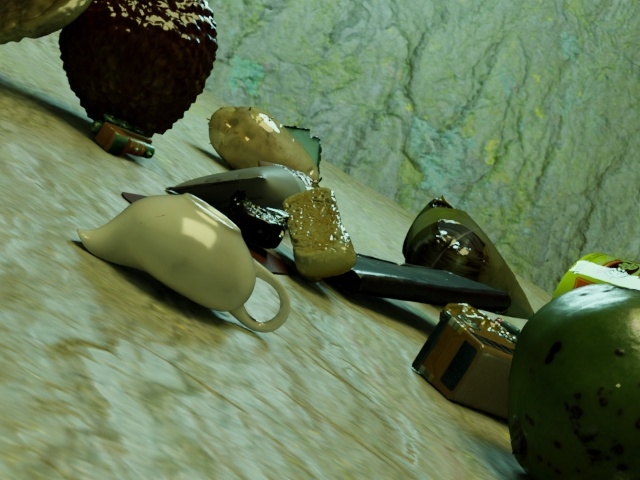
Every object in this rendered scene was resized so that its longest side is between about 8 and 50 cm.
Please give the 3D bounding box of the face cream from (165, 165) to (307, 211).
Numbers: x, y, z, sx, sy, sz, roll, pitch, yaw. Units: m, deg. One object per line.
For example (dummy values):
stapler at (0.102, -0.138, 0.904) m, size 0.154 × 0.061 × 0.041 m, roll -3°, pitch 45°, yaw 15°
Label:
face cream at (-0.101, -0.075, 1.862) m, size 0.143 × 0.089 × 0.314 m, roll -4°, pitch -6°, yaw 18°

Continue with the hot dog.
hot dog at (0.000, 0.000, 1.759) m, size 0.242 × 0.084 × 0.073 m, roll -110°, pitch 180°, yaw -65°

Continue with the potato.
potato at (-0.104, -0.173, 2.393) m, size 0.234 × 0.128 × 0.161 m, roll 42°, pitch 21°, yaw 3°

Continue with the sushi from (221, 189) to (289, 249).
sushi at (-0.092, -0.024, 1.704) m, size 0.084 × 0.056 × 0.083 m, roll 31°, pitch 14°, yaw -10°

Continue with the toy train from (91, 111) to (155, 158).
toy train at (-0.279, -0.143, 1.805) m, size 0.064 × 0.044 × 0.103 m, roll 42°, pitch 13°, yaw 35°

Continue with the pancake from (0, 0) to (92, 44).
pancake at (-0.430, -0.322, 1.774) m, size 0.236 × 0.222 × 0.042 m, roll -4°, pitch -54°, yaw 28°

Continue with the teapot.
teapot at (-0.119, 0.015, 1.227) m, size 0.226 × 0.092 × 0.145 m, roll 33°, pitch 7°, yaw -18°

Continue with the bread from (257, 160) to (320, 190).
bread at (-0.061, -0.081, 2.111) m, size 0.125 × 0.086 × 0.156 m, roll 30°, pitch 6°, yaw 0°

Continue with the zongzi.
zongzi at (0.294, 0.079, 2.316) m, size 0.317 × 0.154 × 0.289 m, roll 37°, pitch 14°, yaw -5°

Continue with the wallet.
wallet at (0.122, 0.059, 1.901) m, size 0.318 × 0.045 × 0.172 m, roll 10°, pitch 10°, yaw -41°

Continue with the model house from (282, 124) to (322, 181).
model house at (-0.084, -0.160, 2.561) m, size 0.148 × 0.120 × 0.148 m, roll 6°, pitch -11°, yaw -15°

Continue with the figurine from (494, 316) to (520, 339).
figurine at (0.257, 0.151, 1.959) m, size 0.075 × 0.068 × 0.140 m, roll 37°, pitch 15°, yaw 34°

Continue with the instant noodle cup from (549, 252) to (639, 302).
instant noodle cup at (0.565, 0.165, 2.338) m, size 0.221 × 0.311 × 0.311 m, roll 24°, pitch 1°, yaw 38°

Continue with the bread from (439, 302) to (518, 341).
bread at (0.284, 0.191, 1.739) m, size 0.084 × 0.077 × 0.367 m, roll 23°, pitch 10°, yaw -43°

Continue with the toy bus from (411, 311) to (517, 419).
toy bus at (0.216, 0.165, 1.576) m, size 0.182 × 0.091 × 0.103 m, roll 23°, pitch 13°, yaw -39°

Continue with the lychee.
lychee at (-0.268, -0.274, 1.875) m, size 0.235 × 0.271 × 0.236 m, roll 2°, pitch 44°, yaw -2°

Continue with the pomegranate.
pomegranate at (0.322, 0.163, 1.331) m, size 0.254 × 0.270 × 0.254 m, roll 62°, pitch -4°, yaw 7°

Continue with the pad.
pad at (-0.137, -0.007, 1.620) m, size 0.181 × 0.004 × 0.267 m, roll 33°, pitch 8°, yaw 16°
